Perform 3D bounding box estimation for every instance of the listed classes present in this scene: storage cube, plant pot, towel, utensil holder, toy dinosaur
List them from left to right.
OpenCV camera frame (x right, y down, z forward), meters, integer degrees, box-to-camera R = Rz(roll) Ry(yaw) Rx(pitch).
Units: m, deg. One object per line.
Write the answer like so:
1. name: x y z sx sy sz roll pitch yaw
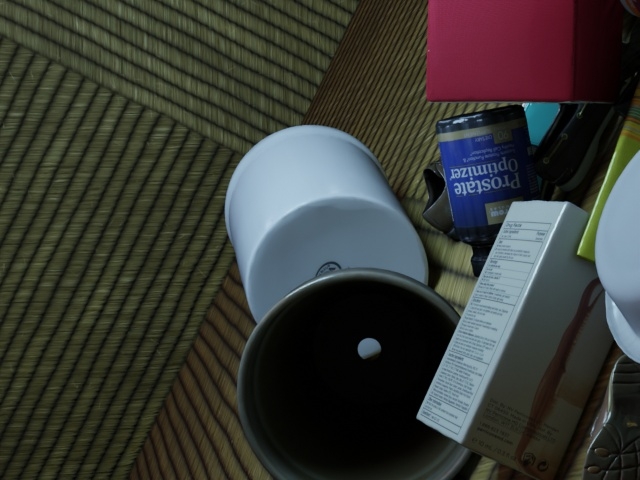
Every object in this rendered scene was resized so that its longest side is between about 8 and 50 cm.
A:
1. utensil holder: 0.000 0.000 1.882 0.328 0.327 0.385 -60 16 14
2. plant pot: 0.062 0.183 1.490 0.323 0.323 0.280 -62 -1 8
3. storage cube: 0.252 -0.262 1.283 0.183 0.215 0.193 -11 -76 -58
4. toy dinosaur: 0.418 -0.255 1.360 0.268 0.064 0.118 -38 2 28
5. towel: 0.369 -0.070 1.188 0.021 0.102 0.237 121 172 -79

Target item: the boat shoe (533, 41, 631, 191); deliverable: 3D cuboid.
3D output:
1. boat shoe: 0.360 -0.183 1.460 0.228 0.068 0.081 -66 15 -7

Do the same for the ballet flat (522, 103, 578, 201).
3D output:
1. ballet flat: 0.309 -0.127 1.541 0.248 0.086 0.086 -66 15 -4

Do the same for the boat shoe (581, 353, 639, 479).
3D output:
1. boat shoe: 0.302 0.202 1.061 0.060 0.064 0.178 76 -147 -64

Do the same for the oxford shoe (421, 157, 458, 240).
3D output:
1. oxford shoe: 0.226 -0.120 1.762 0.083 0.096 0.227 -40 26 60

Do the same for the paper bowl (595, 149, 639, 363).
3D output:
1. paper bowl: 0.371 -0.006 0.992 0.284 0.148 0.284 -54 19 28

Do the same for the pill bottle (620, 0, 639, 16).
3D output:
1. pill bottle: 0.440 -0.286 1.147 0.221 0.121 0.121 30 94 51

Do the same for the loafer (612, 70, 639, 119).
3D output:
1. loafer: 0.436 -0.228 1.261 0.223 0.078 0.076 -57 17 23

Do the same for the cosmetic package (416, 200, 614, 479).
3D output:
1. cosmetic package: 0.247 0.112 1.242 0.296 0.129 0.153 -65 13 -3

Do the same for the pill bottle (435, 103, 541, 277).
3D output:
1. pill bottle: 0.233 -0.066 1.430 0.123 0.122 0.219 -168 65 -75
